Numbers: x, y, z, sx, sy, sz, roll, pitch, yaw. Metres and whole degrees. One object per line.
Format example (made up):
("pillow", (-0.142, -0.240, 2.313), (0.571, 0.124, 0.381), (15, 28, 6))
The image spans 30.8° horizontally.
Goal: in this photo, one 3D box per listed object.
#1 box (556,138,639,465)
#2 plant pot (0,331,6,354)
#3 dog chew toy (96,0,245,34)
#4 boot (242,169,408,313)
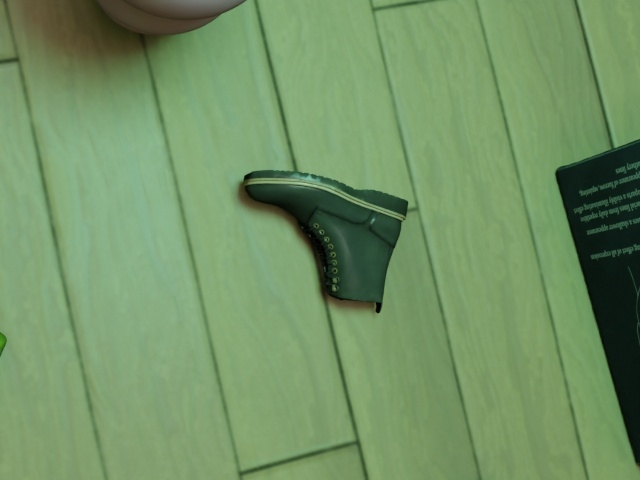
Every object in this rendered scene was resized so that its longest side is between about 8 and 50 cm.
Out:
("box", (0.482, 0.056, 1.358), (0.212, 0.293, 0.395), (-14, 88, -19))
("plant pot", (-0.443, 0.144, 1.077), (0.228, 0.207, 0.227), (29, 83, -12))
("dog chew toy", (-0.155, -0.302, 1.173), (0.207, 0.332, 0.206), (2, 83, -17))
("boot", (0.000, 0.000, 1.327), (0.198, 0.077, 0.137), (12, 85, -15))
